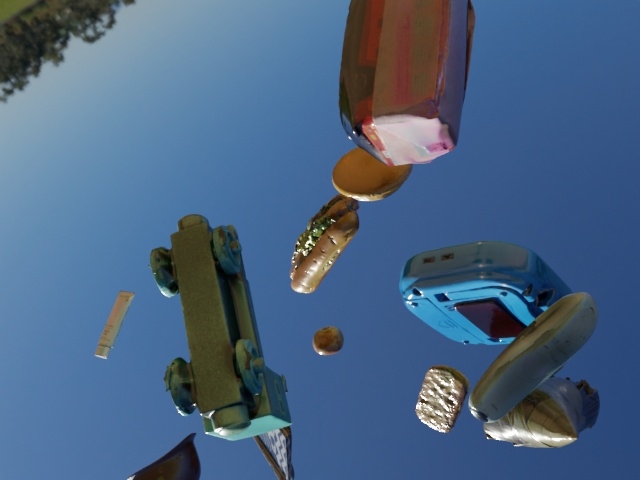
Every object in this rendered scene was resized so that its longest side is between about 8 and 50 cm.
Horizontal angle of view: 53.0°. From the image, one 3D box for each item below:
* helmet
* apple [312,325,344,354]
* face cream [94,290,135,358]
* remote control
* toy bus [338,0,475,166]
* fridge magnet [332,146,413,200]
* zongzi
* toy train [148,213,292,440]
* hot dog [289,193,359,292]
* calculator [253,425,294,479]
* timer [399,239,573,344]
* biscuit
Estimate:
[{"bbox_3d":[-0.300,0.482,1.316,0.175,0.106,0.155,-40,170,3],"label":"helmet"},{"bbox_3d":[0.020,0.262,1.692,0.083,0.071,0.084,-8,-177,0],"label":"apple"},{"bbox_3d":[-0.335,0.135,1.046,0.038,0.020,0.115,3,-116,32],"label":"face cream"},{"bbox_3d":[0.327,0.180,0.974,0.256,0.097,0.045,-46,-155,1],"label":"remote control"},{"bbox_3d":[0.117,-0.251,0.854,0.147,0.127,0.303,-3,-115,29],"label":"toy bus"},{"bbox_3d":[0.090,-0.119,1.109,0.142,0.063,0.143,-12,-136,11],"label":"fridge magnet"},{"bbox_3d":[0.553,0.387,1.404,0.289,0.154,0.317,-3,180,-20],"label":"zongzi"},{"bbox_3d":[-0.130,0.116,0.861,0.119,0.194,0.298,-18,-115,6],"label":"toy train"},{"bbox_3d":[0.000,0.000,1.568,0.337,0.100,0.135,124,-21,-46],"label":"hot dog"},{"bbox_3d":[-0.130,0.415,1.471,0.028,0.166,0.274,-13,-150,-25],"label":"calculator"},{"bbox_3d":[0.350,0.123,1.361,0.308,0.340,0.115,-14,-128,40],"label":"timer"},{"bbox_3d":[0.323,0.422,1.714,0.118,0.247,0.029,25,-139,20],"label":"biscuit"}]
